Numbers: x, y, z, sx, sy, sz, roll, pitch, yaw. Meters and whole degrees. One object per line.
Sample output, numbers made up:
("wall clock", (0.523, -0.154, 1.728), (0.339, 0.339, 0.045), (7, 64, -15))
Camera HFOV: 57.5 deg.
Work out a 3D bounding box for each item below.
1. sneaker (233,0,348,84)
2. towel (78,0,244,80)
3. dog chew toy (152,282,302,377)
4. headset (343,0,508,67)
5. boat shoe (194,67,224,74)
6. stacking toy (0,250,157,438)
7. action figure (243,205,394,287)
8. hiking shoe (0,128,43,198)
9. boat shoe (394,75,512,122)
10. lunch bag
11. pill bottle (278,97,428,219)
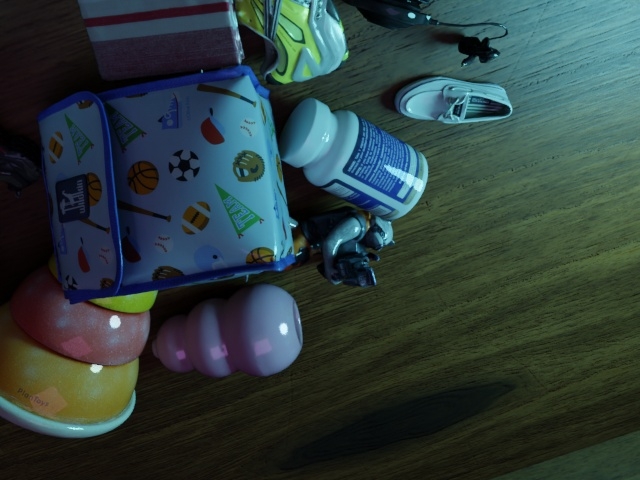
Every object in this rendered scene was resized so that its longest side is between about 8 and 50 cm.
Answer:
("sneaker", (-0.080, -0.399, 0.867), (0.147, 0.145, 0.385), (-29, 129, -4))
("towel", (-0.250, -0.403, 0.830), (0.237, 0.037, 0.329), (-2, 118, 11))
("dog chew toy", (-0.212, 0.213, 1.308), (0.332, 0.206, 0.206), (-10, 130, 5))
("headset", (0.156, -0.439, 0.939), (0.243, 0.185, 0.394), (-43, 111, 15))
("boat shoe", (-0.170, -0.334, 0.960), (0.064, 0.060, 0.178), (7, 126, -19))
("stacking toy", (-0.425, 0.100, 1.135), (0.350, 0.350, 0.480), (29, 100, -31))
("action figure", (0.000, 0.000, 1.158), (0.330, 0.341, 0.178), (-7, 95, -15))
("hiking shoe", (-0.585, -0.153, 0.983), (0.114, 0.086, 0.227), (-41, 127, 14))
("boat shoe", (0.258, -0.265, 1.113), (0.226, 0.076, 0.083), (-7, 129, -8))
("lunch bag", (-0.260, -0.080, 0.953), (0.385, 0.239, 0.328), (-8, 90, 5))
("pill bottle", (0.061, -0.153, 1.104), (0.264, 0.153, 0.153), (24, 119, -29))
